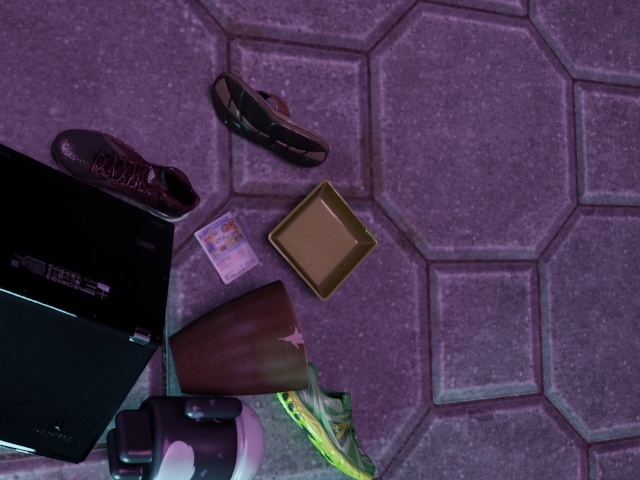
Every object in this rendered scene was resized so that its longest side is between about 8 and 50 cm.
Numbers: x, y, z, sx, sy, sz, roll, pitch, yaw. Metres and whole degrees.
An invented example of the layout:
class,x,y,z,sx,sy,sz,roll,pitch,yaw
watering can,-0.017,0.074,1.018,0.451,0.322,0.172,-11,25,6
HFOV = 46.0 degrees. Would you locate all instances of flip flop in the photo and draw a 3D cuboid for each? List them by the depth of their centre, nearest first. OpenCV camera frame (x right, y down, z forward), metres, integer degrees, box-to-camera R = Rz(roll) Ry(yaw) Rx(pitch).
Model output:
class,x,y,z,sx,sy,sz,roll,pitch,yaw
flip flop,-0.098,-0.249,1.532,0.277,0.112,0.080,29,49,-19

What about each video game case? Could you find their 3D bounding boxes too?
class,x,y,z,sx,sy,sz,roll,pitch,yaw
video game case,-0.187,0.015,1.514,0.087,0.011,0.122,-34,102,-23

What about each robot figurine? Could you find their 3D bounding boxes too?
class,x,y,z,sx,sy,sz,roll,pitch,yaw
robot figurine,-0.237,0.365,1.364,0.278,0.209,0.173,7,80,-29

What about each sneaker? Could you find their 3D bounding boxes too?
class,x,y,z,sx,sy,sz,roll,pitch,yaw
sneaker,-0.337,-0.130,1.364,0.282,0.163,0.106,26,76,-23
sneaker,0.033,0.375,1.547,0.123,0.109,0.295,-41,104,-18

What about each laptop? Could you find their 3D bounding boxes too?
class,x,y,z,sx,sy,sz,roll,pitch,yaw
laptop,-0.486,0.110,1.276,0.382,0.236,0.407,28,46,-35

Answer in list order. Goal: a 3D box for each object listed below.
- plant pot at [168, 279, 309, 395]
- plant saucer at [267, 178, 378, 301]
class,x,y,z,sx,sy,sz,roll,pitch,yaw
plant pot,-0.162,0.204,1.425,0.231,0.215,0.215,-13,93,-12
plant saucer,0.000,0.000,1.589,0.188,0.045,0.188,-46,106,-22
